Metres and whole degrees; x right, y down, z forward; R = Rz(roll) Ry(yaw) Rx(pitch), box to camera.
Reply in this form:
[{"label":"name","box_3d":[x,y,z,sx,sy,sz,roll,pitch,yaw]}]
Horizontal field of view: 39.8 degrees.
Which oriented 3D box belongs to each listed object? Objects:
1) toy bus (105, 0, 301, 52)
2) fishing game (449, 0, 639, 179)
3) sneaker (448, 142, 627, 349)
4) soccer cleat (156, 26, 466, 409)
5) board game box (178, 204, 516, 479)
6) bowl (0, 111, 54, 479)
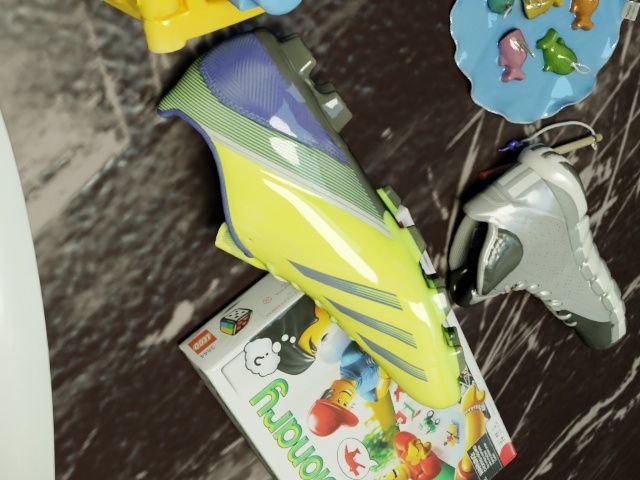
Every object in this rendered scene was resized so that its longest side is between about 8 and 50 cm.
[{"label":"toy bus","box_3d":[-0.026,-0.189,0.439,0.220,0.211,0.149,-29,141,-24]},{"label":"fishing game","box_3d":[0.189,-0.182,0.712,0.189,0.041,0.264,-18,118,-24]},{"label":"sneaker","box_3d":[0.178,0.034,0.774,0.132,0.086,0.228,-33,121,-6]},{"label":"soccer cleat","box_3d":[0.000,-0.001,0.593,0.121,0.093,0.289,-30,103,6]},{"label":"board game box","box_3d":[0.039,0.136,0.727,0.193,0.053,0.305,-39,125,-15]},{"label":"bowl","box_3d":[-0.215,0.051,0.408,0.134,0.298,0.297,-7,113,-9]}]
